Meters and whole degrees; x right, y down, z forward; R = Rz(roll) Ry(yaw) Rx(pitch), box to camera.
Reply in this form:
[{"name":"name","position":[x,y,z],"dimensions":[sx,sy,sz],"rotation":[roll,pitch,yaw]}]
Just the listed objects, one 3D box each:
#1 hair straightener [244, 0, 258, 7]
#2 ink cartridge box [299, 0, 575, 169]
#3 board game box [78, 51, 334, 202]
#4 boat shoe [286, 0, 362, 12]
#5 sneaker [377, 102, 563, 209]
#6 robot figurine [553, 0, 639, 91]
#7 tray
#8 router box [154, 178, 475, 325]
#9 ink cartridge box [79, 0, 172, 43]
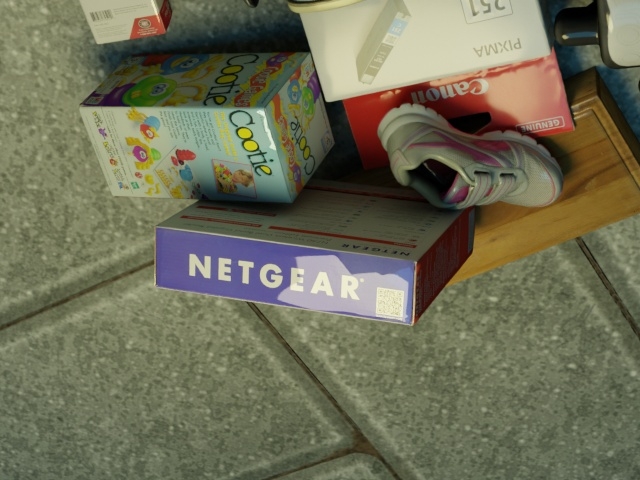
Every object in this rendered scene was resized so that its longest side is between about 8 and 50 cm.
[{"name":"hair straightener","position":[-0.152,-0.373,1.698],"dimensions":[0.089,0.047,0.230],"rotation":[-32,119,29]},{"name":"ink cartridge box","position":[0.149,-0.219,1.730],"dimensions":[0.296,0.066,0.261],"rotation":[-10,113,20]},{"name":"board game box","position":[-0.145,-0.149,1.774],"dimensions":[0.275,0.142,0.144],"rotation":[4,128,27]},{"name":"boat shoe","position":[0.086,-0.369,1.635],"dimensions":[0.302,0.113,0.103],"rotation":[-21,124,11]},{"name":"sneaker","position":[0.190,-0.082,1.750],"dimensions":[0.252,0.111,0.103],"rotation":[14,137,-10]},{"name":"robot figurine","position":[0.412,-0.292,1.610],"dimensions":[0.278,0.173,0.209],"rotation":[-5,147,12]},{"name":"tray","position":[0.235,-0.063,1.890],"dimensions":[0.411,0.076,0.203],"rotation":[-23,123,24]},{"name":"router box","position":[0.000,0.000,1.750],"dimensions":[0.335,0.301,0.082],"rotation":[8,108,18]},{"name":"ink cartridge box","position":[-0.257,-0.327,1.747],"dimensions":[0.099,0.056,0.135],"rotation":[-7,129,13]}]
